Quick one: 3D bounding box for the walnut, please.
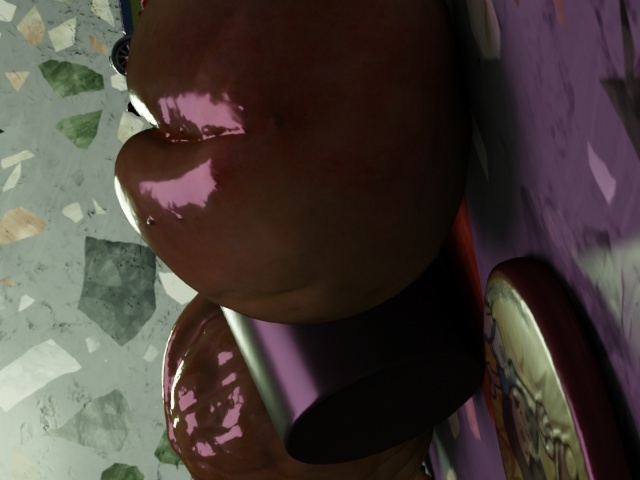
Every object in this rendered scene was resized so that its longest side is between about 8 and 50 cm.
[{"bbox_3d":[-0.021,0.150,1.600,0.296,0.285,0.285,-106,3,-82],"label":"walnut"}]

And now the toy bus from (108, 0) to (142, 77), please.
[{"bbox_3d":[-0.174,-0.323,2.075,0.152,0.190,0.312,-31,-66,-84],"label":"toy bus"}]

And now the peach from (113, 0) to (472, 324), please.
[{"bbox_3d":[-0.013,-0.083,1.130,0.292,0.247,0.292,-173,90,-82],"label":"peach"}]

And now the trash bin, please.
[{"bbox_3d":[-0.006,0.007,1.397,0.214,0.214,0.334,88,161,-62],"label":"trash bin"}]

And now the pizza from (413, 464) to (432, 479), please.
[{"bbox_3d":[0.069,0.204,1.785,0.178,0.041,0.131,54,-167,21],"label":"pizza"}]

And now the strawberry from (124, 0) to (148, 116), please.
[{"bbox_3d":[-0.074,-0.192,1.684,0.178,0.234,0.234,28,139,44],"label":"strawberry"}]

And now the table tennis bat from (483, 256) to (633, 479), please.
[{"bbox_3d":[0.171,0.208,1.034,0.268,0.051,0.414,96,162,-71],"label":"table tennis bat"}]
